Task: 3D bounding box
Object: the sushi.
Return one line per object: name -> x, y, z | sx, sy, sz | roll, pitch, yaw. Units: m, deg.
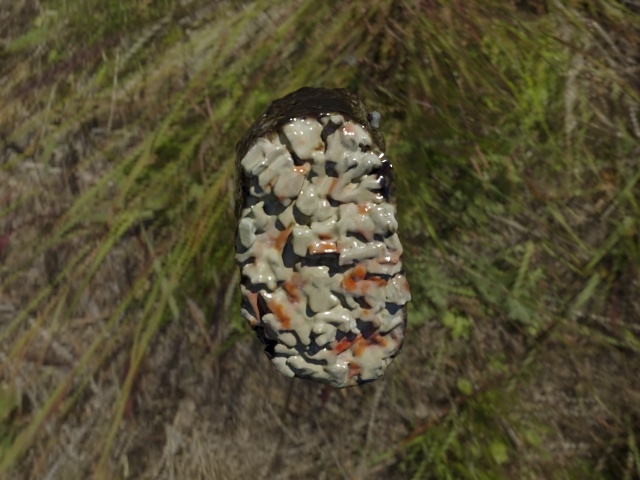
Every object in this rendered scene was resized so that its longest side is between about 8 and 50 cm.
sushi -> 0.000, 0.000, 0.640 | 0.091, 0.078, 0.150 | -7, 113, -1
